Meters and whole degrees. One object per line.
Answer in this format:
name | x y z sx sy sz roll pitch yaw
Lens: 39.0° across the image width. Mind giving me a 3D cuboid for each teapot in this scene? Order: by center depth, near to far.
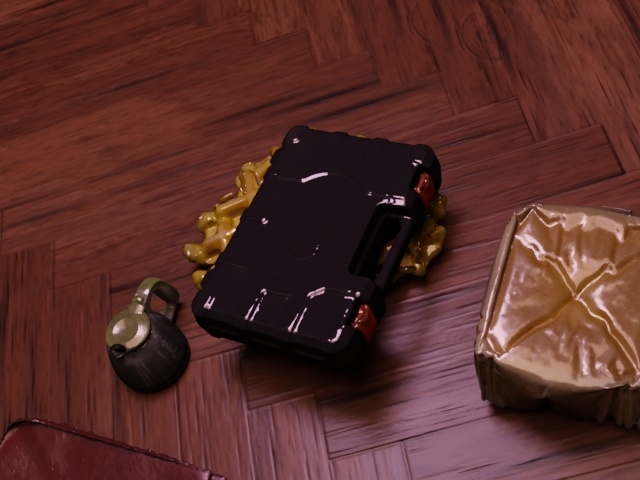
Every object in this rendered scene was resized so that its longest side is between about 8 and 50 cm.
teapot | -0.216 0.110 1.085 0.092 0.090 0.124 -16 55 6

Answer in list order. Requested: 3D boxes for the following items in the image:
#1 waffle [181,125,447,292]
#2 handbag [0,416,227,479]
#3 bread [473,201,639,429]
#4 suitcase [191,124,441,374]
waffle | -0.010 -0.014 1.119 0.312 0.060 0.307 -46 54 -14
handbag | -0.261 0.335 0.958 0.276 0.084 0.260 8 60 22
bread | 0.267 0.079 0.932 0.192 0.109 0.209 6 64 19
suitcase | 0.000 0.000 1.028 0.206 0.066 0.285 12 60 26
